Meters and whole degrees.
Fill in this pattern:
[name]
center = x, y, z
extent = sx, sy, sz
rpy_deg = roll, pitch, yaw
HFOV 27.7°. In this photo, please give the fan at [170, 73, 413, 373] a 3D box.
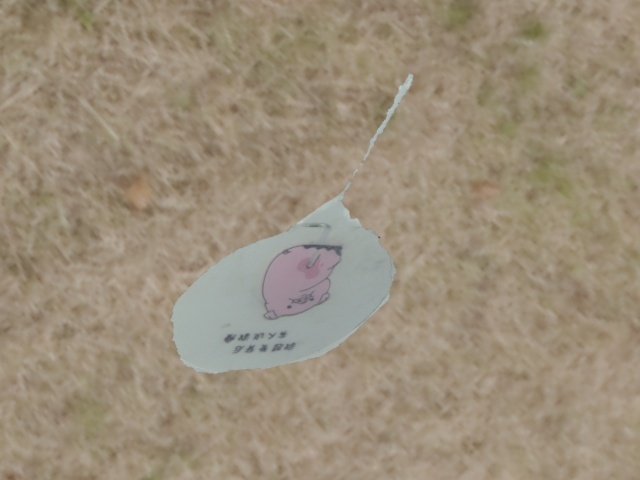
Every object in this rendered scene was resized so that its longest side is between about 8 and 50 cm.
[fan]
center = 0.000, 0.001, 0.904
extent = 0.182, 0.010, 0.310
rpy_deg = -3, 140, -30
